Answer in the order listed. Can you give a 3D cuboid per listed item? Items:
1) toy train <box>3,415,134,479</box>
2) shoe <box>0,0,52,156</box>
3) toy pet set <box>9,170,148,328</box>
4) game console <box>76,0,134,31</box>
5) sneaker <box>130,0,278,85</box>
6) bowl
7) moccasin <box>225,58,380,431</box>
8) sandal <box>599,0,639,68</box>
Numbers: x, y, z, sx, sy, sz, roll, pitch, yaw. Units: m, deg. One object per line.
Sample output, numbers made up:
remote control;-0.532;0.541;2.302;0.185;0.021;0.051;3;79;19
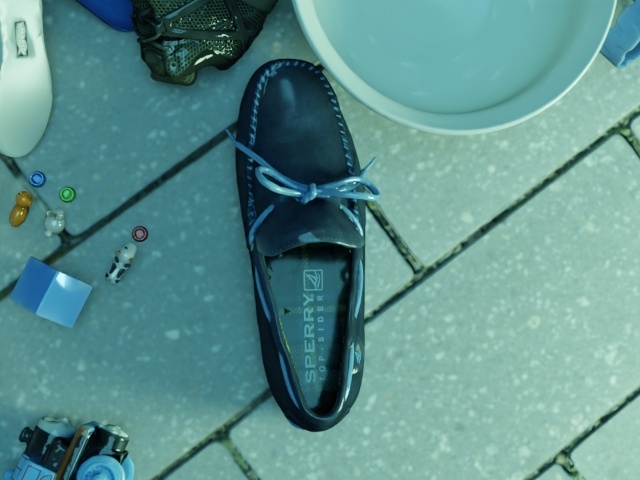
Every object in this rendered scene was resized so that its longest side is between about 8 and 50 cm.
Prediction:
toy train;-0.238;0.240;0.916;0.105;0.080;0.184;23;85;0
shoe;-0.293;-0.169;0.936;0.063;0.081;0.178;-19;120;-46
toy pet set;-0.232;0.010;0.930;0.122;0.065;0.114;27;84;-5
game console;-0.201;-0.389;0.942;0.250;0.173;0.293;44;98;27
sneaker;-0.150;-0.215;0.909;0.227;0.087;0.130;23;95;-39
bowl;0.107;-0.237;0.951;0.298;0.134;0.298;0;88;-8
moccasin;0.000;0.000;0.935;0.137;0.117;0.342;-10;89;-8
sandal;0.376;-0.226;0.951;0.317;0.126;0.138;8;106;36
